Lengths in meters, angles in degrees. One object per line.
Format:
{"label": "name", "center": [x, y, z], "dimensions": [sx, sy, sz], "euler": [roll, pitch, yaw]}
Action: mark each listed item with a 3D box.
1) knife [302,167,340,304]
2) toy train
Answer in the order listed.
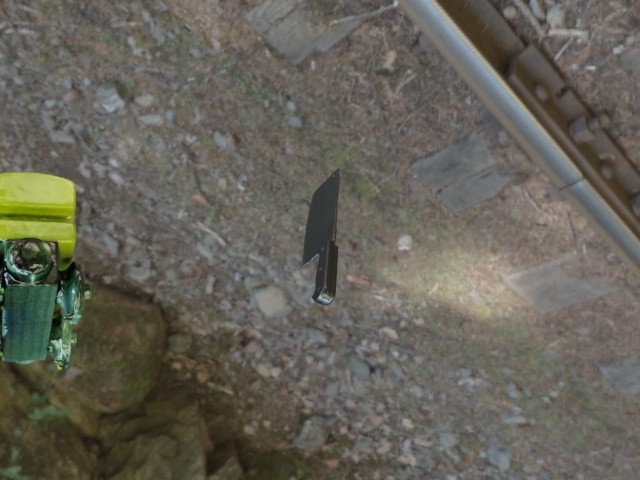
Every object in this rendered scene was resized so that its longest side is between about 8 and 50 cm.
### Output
{"label": "knife", "center": [0.000, 0.000, 0.936], "dimensions": [0.019, 0.245, 0.072], "euler": [31, 127, -22]}
{"label": "toy train", "center": [-0.516, 0.062, 1.270], "dimensions": [0.179, 0.272, 0.442], "euler": [2, 152, -24]}
